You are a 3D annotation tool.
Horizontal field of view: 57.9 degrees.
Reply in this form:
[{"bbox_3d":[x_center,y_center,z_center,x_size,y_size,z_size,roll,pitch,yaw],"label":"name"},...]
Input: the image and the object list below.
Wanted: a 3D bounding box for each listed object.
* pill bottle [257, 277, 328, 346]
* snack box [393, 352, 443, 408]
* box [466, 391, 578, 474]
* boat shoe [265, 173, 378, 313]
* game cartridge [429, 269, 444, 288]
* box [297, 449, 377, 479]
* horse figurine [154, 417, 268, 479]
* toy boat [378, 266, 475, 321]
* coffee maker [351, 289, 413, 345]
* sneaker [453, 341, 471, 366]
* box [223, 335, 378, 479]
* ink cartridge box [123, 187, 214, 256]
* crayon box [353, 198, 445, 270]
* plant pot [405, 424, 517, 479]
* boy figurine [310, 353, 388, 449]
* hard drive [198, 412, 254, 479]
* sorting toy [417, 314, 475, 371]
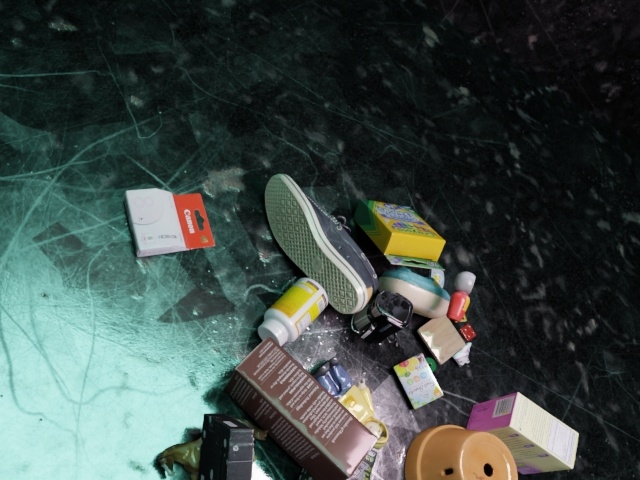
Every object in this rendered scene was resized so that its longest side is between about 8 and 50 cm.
[{"bbox_3d":[-0.082,0.213,1.678,0.117,0.117,0.215,46,54,1],"label":"pill bottle"},{"bbox_3d":[0.300,0.432,1.784,0.100,0.037,0.141,-26,77,-1],"label":"snack box"},{"bbox_3d":[0.615,0.596,1.777,0.243,0.213,0.117,35,55,-7],"label":"box"},{"bbox_3d":[0.000,0.000,1.790,0.156,0.187,0.500,-21,68,-47],"label":"boat shoe"},{"bbox_3d":[0.408,0.136,2.033,0.056,0.017,0.083,24,57,-19],"label":"game cartridge"},{"bbox_3d":[0.046,0.626,1.575,0.190,0.045,0.184,30,57,-11],"label":"box"},{"bbox_3d":[-0.262,0.531,1.453,0.263,0.066,0.175,-34,88,-32],"label":"horse figurine"},{"bbox_3d":[0.350,0.158,1.807,0.267,0.318,0.148,26,79,-30],"label":"toy boat"},{"bbox_3d":[0.207,0.239,1.775,0.171,0.178,0.120,12,61,-22],"label":"coffee maker"},{"bbox_3d":[0.482,0.388,1.931,0.098,0.038,0.069,-28,90,-37],"label":"sneaker"},{"bbox_3d":[-0.058,0.445,1.491,0.381,0.191,0.143,44,55,9],"label":"box"},{"bbox_3d":[-0.434,-0.061,1.679,0.232,0.066,0.189,-10,70,-26],"label":"ink cartridge box"},{"bbox_3d":[0.263,-0.026,1.892,0.203,0.083,0.323,8,25,-24],"label":"crayon box"},{"bbox_3d":[0.418,0.664,1.649,0.290,0.203,0.291,12,60,-22],"label":"plant pot"},{"bbox_3d":[0.083,0.474,1.645,0.177,0.092,0.285,-26,75,-37],"label":"boy figurine"},{"bbox_3d":[-0.220,0.575,1.292,0.064,0.237,0.339,8,79,-24],"label":"hard drive"},{"bbox_3d":[0.396,0.321,1.911,0.274,0.046,0.132,-28,80,-34],"label":"sorting toy"}]
